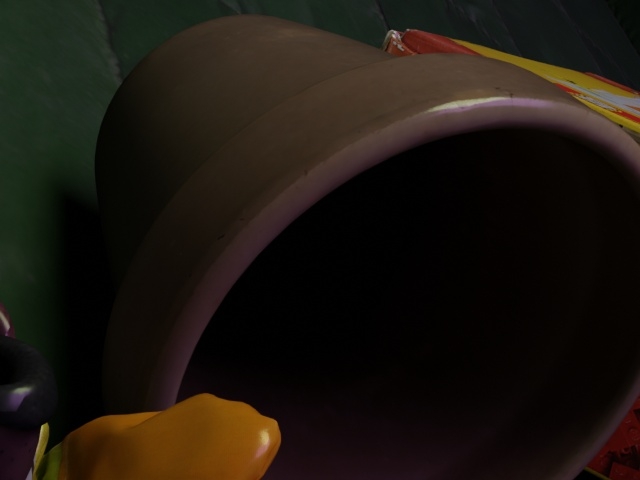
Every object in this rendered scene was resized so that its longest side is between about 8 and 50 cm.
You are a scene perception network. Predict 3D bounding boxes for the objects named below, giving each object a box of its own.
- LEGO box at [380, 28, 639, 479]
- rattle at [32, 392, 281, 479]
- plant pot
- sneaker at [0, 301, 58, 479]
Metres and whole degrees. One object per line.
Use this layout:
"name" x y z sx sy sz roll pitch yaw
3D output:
"LEGO box" 0.255 0.021 1.011 0.372 0.193 0.500 27 13 20
"rattle" -0.136 0.036 0.451 0.199 0.143 0.130 56 38 -8
"plant pot" 0.000 0.000 0.681 0.263 0.263 0.229 34 11 -41
"sneaker" -0.084 0.112 0.334 0.281 0.162 0.106 40 19 -2
